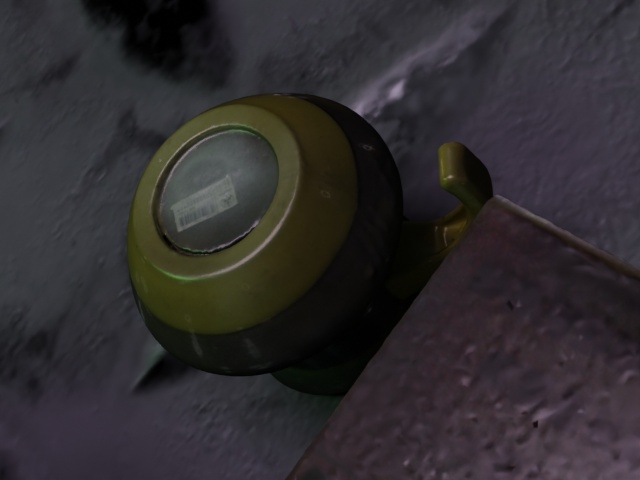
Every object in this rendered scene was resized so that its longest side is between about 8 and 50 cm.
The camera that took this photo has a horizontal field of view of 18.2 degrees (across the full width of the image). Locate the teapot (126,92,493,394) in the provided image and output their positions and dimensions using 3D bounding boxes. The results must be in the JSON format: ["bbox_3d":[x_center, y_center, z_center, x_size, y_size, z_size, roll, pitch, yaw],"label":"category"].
[{"bbox_3d":[0.000,0.000,0.859,0.165,0.119,0.130,-15,59,25],"label":"teapot"}]

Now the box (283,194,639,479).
[{"bbox_3d":[0.038,0.154,0.673,0.180,0.047,0.325,30,78,35],"label":"box"}]
